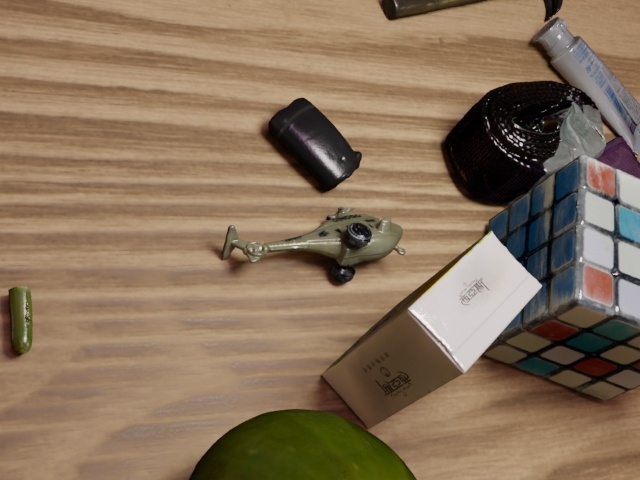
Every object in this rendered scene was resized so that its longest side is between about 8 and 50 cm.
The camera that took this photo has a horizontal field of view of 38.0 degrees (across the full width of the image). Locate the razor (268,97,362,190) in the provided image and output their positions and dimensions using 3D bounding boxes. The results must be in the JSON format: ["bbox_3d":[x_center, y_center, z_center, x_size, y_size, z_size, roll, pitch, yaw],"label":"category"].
[{"bbox_3d":[-0.007,-0.148,1.434,0.148,0.054,0.090,47,57,2],"label":"razor"}]

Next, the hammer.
[{"bbox_3d":[0.293,-0.473,1.768,0.440,0.044,0.168,-17,73,-33],"label":"hammer"}]

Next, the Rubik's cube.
[{"bbox_3d":[0.417,0.063,1.423,0.254,0.256,0.258,22,58,-16],"label":"Rubik's cube"}]

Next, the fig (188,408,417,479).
[{"bbox_3d":[-0.002,0.332,1.028,0.316,0.316,0.316,12,60,-22],"label":"fig"}]

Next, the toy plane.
[{"bbox_3d":[0.000,0.000,1.347,0.287,0.092,0.108,-10,49,-32],"label":"toy plane"}]

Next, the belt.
[{"bbox_3d":[0.361,-0.178,1.577,0.289,0.164,0.184,-17,69,-36],"label":"belt"}]

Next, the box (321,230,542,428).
[{"bbox_3d":[0.144,0.124,1.246,0.111,0.260,0.194,50,53,2],"label":"box"}]

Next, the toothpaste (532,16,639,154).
[{"bbox_3d":[0.533,-0.301,1.796,0.299,0.073,0.114,44,53,-10],"label":"toothpaste"}]

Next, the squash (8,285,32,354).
[{"bbox_3d":[-0.365,0.099,1.135,0.028,0.027,0.083,1,66,-27],"label":"squash"}]

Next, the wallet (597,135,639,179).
[{"bbox_3d":[0.538,-0.124,1.722,0.166,0.030,0.111,-27,79,-36],"label":"wallet"}]
